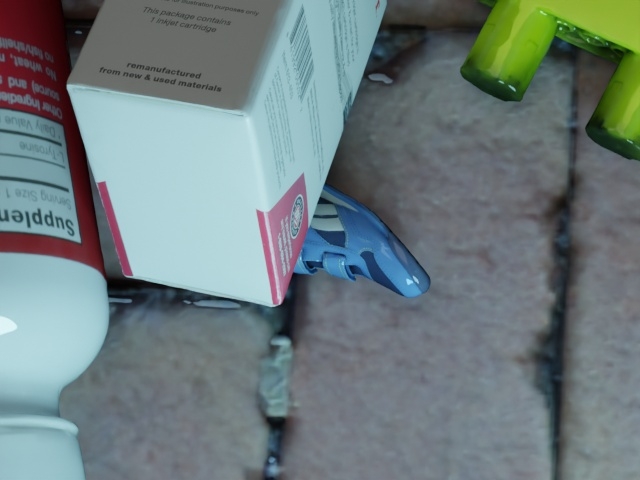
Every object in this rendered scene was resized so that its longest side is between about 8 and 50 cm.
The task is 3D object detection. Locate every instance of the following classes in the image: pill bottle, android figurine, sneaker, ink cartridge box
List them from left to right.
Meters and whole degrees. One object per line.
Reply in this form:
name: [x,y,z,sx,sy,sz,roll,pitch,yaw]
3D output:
pill bottle: [-0.244,-0.030,0.975,0.229,0.229,0.407,-12,76,5]
ink cartridge box: [-0.041,-0.113,0.958,0.100,0.172,0.237,11,56,12]
sneaker: [0.000,0.000,1.024,0.144,0.053,0.059,32,79,23]
android figurine: [0.199,-0.190,1.038,0.248,0.056,0.273,25,82,14]
